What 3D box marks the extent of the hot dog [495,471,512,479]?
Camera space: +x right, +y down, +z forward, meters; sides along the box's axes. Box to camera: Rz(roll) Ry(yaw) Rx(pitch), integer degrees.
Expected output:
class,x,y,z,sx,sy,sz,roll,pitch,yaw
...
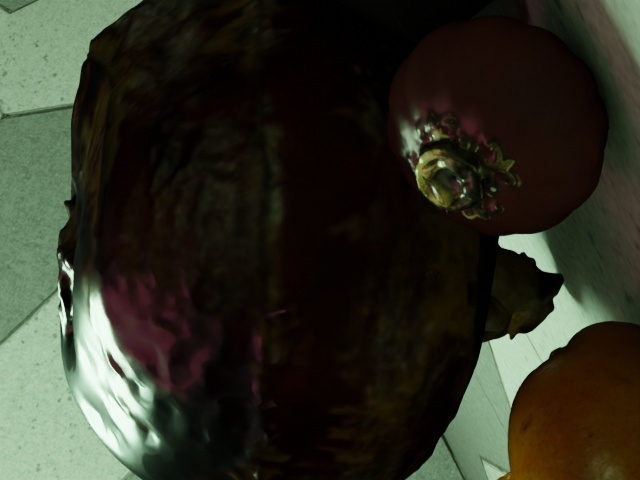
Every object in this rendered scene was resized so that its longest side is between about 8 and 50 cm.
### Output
class,x,y,z,sx,sy,sz,roll,pitch,yaw
hot dog,0.168,0.273,1.110,0.153,0.150,0.257,-97,2,-60

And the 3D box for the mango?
class,x,y,z,sx,sy,sz,roll,pitch,yaw
mango,0.158,0.140,0.709,0.141,0.102,0.217,57,-174,-50

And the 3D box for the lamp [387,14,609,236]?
class,x,y,z,sx,sy,sz,roll,pitch,yaw
lamp,0.077,-0.049,0.640,0.101,0.090,0.101,25,140,23

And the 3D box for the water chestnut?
class,x,y,z,sx,sy,sz,roll,pitch,yaw
water chestnut,0.000,0.000,0.867,0.350,0.302,0.351,-173,90,-77

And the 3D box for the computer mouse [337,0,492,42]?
class,x,y,z,sx,sy,sz,roll,pitch,yaw
computer mouse,0.006,-0.192,0.645,0.168,0.087,0.295,61,176,27
